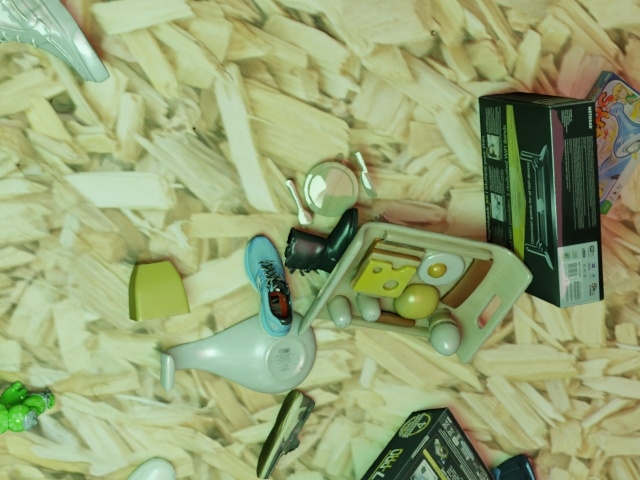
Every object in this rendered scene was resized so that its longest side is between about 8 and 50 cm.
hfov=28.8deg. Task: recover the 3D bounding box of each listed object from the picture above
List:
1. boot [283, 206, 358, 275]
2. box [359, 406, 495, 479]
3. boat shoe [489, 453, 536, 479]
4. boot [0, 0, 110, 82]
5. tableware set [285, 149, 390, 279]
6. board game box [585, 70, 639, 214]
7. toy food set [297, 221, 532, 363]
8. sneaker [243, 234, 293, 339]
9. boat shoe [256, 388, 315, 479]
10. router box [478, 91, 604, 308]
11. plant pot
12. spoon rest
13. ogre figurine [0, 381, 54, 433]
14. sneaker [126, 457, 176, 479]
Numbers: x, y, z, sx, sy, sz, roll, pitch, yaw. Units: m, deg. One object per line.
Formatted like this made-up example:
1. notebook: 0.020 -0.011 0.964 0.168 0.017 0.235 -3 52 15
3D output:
1. boot: 0.000 -0.001 1.921 0.099 0.045 0.121 12 107 -8
2. box: 0.201 0.517 1.997 0.395 0.097 0.318 57 47 -15
3. boat shoe: 0.388 0.480 2.139 0.089 0.109 0.258 -37 111 -13
4. boot: -0.415 -0.301 1.740 0.123 0.095 0.258 -38 101 -3
5. tableware set: 0.037 -0.033 1.960 0.128 0.039 0.194 -23 101 2
6. board game box: 0.474 -0.163 2.087 0.136 0.035 0.201 32 89 -21
7. toy food set: 0.144 0.094 1.928 0.306 0.092 0.219 11 132 -24
8. sneaker: -0.069 0.065 1.905 0.063 0.073 0.162 -11 75 -23
9. boat shoe: -0.054 0.314 1.984 0.049 0.056 0.152 25 91 -16
10. router box: 0.341 -0.071 1.948 0.081 0.243 0.308 -9 103 -17
11. plant pot: -0.245 0.073 1.865 0.082 0.081 0.083 -8 92 -17
12. spoon rest: -0.128 0.179 1.933 0.276 0.084 0.137 -3 102 -32
13. ogre figurine: -0.480 0.249 1.794 0.197 0.118 0.096 18 94 -21
14. sneaker: -0.284 0.436 1.908 0.080 0.094 0.212 34 88 -20
